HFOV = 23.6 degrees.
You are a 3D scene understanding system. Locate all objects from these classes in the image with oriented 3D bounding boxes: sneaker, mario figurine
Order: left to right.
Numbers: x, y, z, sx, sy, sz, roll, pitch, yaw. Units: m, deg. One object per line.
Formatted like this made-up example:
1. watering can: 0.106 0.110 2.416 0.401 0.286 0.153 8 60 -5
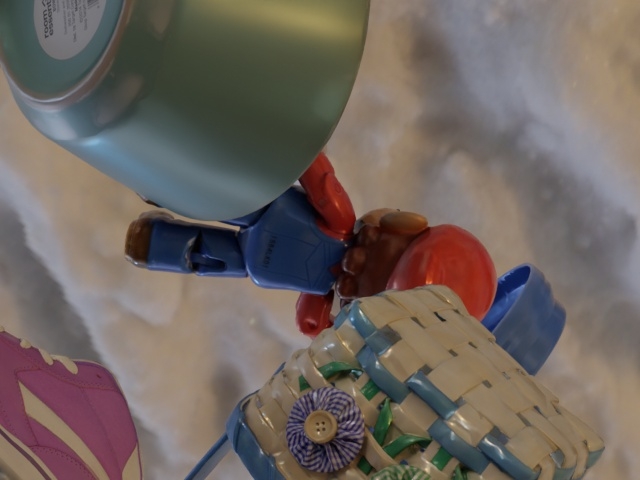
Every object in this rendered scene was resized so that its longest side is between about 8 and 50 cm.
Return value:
1. sneaker: -0.230 0.088 1.025 0.102 0.161 0.282 -38 89 30
2. mario figurine: 0.000 0.000 1.354 0.320 0.170 0.198 17 152 3

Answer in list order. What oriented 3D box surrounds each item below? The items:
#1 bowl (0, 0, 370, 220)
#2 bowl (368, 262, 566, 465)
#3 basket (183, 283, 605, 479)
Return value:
1. bowl: -0.128 -0.176 1.140 0.311 0.163 0.311 -8 79 44
2. bowl: 0.146 0.191 1.862 0.077 0.391 0.391 44 127 -2
3. basket: 0.034 0.188 1.094 0.255 0.201 0.289 42 117 22
